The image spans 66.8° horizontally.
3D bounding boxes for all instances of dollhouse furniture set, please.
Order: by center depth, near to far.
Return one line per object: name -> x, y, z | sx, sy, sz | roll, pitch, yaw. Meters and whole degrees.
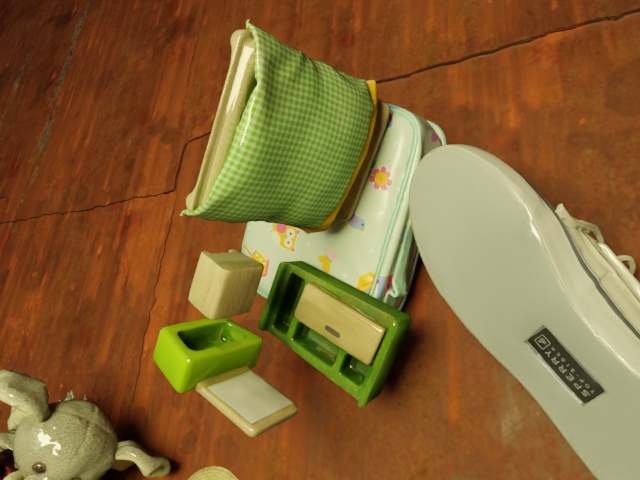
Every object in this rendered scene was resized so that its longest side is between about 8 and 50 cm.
dollhouse furniture set -> 0.000, 0.000, 0.433 | 0.151, 0.197, 0.302 | 28, 107, 31

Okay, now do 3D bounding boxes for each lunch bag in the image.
lunch bag -> 0.026, -0.031, 0.598 | 0.224, 0.107, 0.279 | 22, 103, 31

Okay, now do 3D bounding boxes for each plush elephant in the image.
plush elephant -> -0.355, 0.312, 0.614 | 0.255, 0.271, 0.330 | -42, 24, 39

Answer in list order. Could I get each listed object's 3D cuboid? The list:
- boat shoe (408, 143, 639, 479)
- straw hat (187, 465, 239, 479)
boat shoe -> 0.237, 0.051, 0.452 | 0.367, 0.156, 0.136 | 54, 134, 24
straw hat -> -0.160, 0.359, 0.602 | 0.144, 0.061, 0.145 | -13, 62, 27
